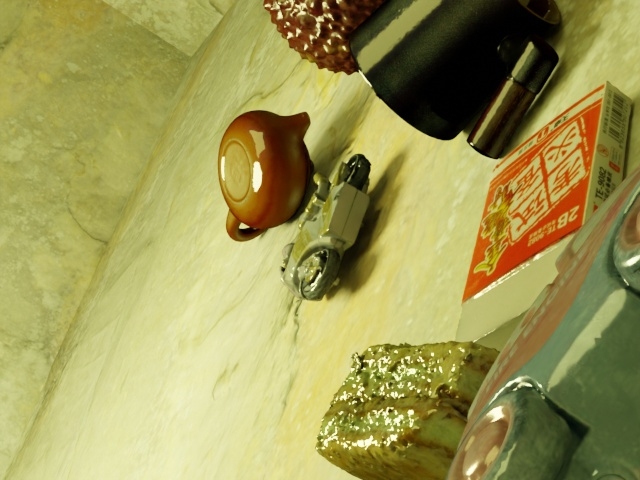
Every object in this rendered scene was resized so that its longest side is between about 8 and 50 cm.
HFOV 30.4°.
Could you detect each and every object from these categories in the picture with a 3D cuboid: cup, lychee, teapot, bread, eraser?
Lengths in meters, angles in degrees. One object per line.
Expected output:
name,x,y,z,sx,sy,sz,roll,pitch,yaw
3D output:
cup,0.169,-0.198,1.272,0.177,0.239,0.166,-43,-20,28
lychee,0.046,-0.373,1.659,0.276,0.304,0.275,-46,-17,-19
teapot,-0.076,-0.091,1.775,0.178,0.135,0.252,62,144,37
bread,0.094,0.138,0.845,0.196,0.138,0.102,-15,50,65
eraser,0.189,-0.012,0.999,0.157,0.038,0.230,-39,24,47

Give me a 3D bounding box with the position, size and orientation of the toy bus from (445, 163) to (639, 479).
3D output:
toy bus,0.190,0.073,0.610,0.294,0.197,0.232,-58,6,9

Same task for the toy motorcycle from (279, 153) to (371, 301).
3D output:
toy motorcycle,0.000,0.000,1.457,0.152,0.073,0.225,-44,23,48
